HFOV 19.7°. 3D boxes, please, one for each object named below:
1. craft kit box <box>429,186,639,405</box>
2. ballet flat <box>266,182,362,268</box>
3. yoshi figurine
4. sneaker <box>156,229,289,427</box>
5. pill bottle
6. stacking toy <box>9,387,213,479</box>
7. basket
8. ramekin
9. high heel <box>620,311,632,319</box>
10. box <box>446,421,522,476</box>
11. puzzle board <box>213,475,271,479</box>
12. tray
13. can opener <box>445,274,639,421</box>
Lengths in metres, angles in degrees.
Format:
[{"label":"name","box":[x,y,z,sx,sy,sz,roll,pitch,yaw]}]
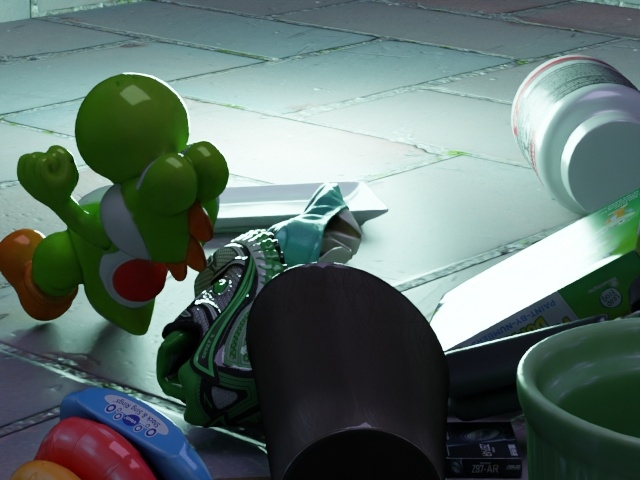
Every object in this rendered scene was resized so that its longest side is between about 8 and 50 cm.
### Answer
[{"label":"craft kit box","box":[0.215,0.053,1.776,0.250,0.061,0.246,-30,10,18]},{"label":"ballet flat","box":[0.000,0.000,2.145,0.087,0.083,0.247,29,22,8]},{"label":"yoshi figurine","box":[-0.201,-0.051,1.834,0.203,0.203,0.362,32,-31,-13]},{"label":"sneaker","box":[-0.091,0.080,1.747,0.146,0.134,0.343,-11,13,-6]},{"label":"pill bottle","box":[0.357,-0.129,2.396,0.176,0.176,0.318,0,16,-3]},{"label":"stacking toy","box":[-0.215,0.240,1.224,0.302,0.166,0.175,-29,34,-32]},{"label":"basket","box":[0.026,0.148,1.474,0.154,0.204,0.227,-36,19,13]},{"label":"ramekin","box":[0.299,0.175,1.411,0.303,0.148,0.303,1,16,0]},{"label":"high heel","box":[0.335,0.065,1.871,0.261,0.093,0.186,22,19,31]},{"label":"box","box":[0.138,0.182,1.608,0.067,0.018,0.083,0,16,-1]},{"label":"puzzle board","box":[-0.062,0.221,1.482,0.096,0.011,0.128,-1,17,-10]},{"label":"tray","box":[-0.060,-0.039,2.331,0.270,0.030,0.145,-3,16,-12]},{"label":"can opener","box":[0.239,0.088,1.608,0.280,0.074,0.093,-19,42,14]}]
